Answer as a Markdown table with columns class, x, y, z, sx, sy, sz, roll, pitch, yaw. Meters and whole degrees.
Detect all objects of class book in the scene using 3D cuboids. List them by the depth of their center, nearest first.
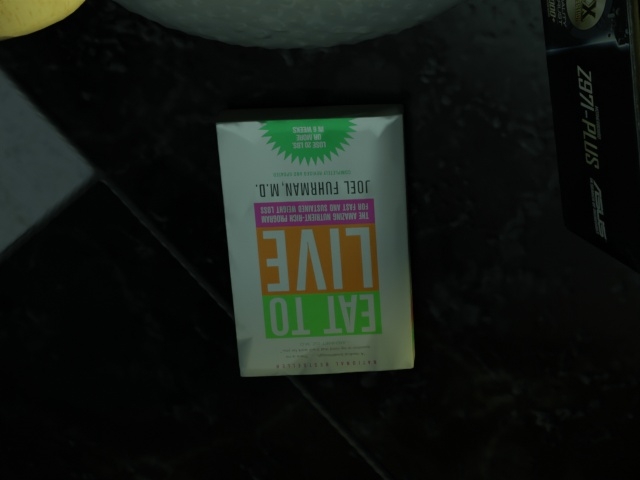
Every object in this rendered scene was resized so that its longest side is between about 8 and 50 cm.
| class | x | y | z | sx | sy | sz | roll | pitch | yaw |
| --- | --- | --- | --- | --- | --- | --- | --- | --- | --- |
| book | 0.000 | 0.000 | 0.814 | 0.096 | 0.035 | 0.144 | -2 | 113 | 7 |

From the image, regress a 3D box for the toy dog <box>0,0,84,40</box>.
| class | x | y | z | sx | sy | sz | roll | pitch | yaw |
| --- | --- | --- | --- | --- | --- | --- | --- | --- | --- |
| toy dog | -0.227 | -0.178 | 0.616 | 0.333 | 0.161 | 0.220 | 10 | 121 | 51 |

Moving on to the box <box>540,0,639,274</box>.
| class | x | y | z | sx | sy | sz | roll | pitch | yaw |
| --- | --- | --- | --- | --- | --- | --- | --- | --- | --- |
| box | 0.195 | -0.082 | 0.667 | 0.180 | 0.077 | 0.147 | -16 | 113 | -16 |

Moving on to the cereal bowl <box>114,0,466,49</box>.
| class | x | y | z | sx | sy | sz | roll | pitch | yaw |
| --- | --- | --- | --- | --- | --- | --- | --- | --- | --- |
| cereal bowl | -0.021 | -0.234 | 0.649 | 0.339 | 0.141 | 0.339 | 4 | 116 | 8 |
